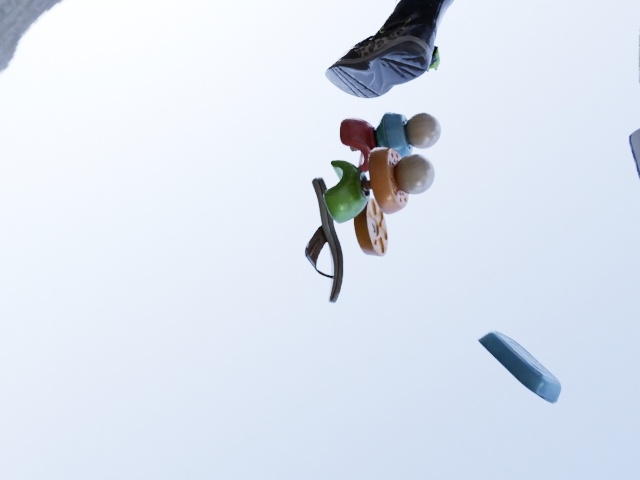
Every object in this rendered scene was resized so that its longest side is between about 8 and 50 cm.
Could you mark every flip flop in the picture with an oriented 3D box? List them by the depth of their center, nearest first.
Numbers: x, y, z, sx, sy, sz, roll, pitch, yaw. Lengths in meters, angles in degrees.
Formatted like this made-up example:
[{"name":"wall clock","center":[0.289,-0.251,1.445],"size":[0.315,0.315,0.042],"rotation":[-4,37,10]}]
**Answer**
[{"name":"flip flop","center":[0.000,0.000,1.331],"size":[0.080,0.112,0.276],"rotation":[-10,-89,-2]}]

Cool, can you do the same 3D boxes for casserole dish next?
[{"name":"casserole dish","center":[0.368,0.224,1.124],"size":[0.037,0.114,0.188],"rotation":[-56,-146,10]}]

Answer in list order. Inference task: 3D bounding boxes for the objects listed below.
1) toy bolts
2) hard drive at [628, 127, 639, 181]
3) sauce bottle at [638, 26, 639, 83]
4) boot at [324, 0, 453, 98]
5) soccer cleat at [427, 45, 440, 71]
[{"name":"toy bolts","center":[0.125,-0.103,0.992],"size":[0.159,0.218,0.228],"rotation":[-10,-131,23]},{"name":"hard drive","center":[0.666,-0.070,1.012],"size":[0.319,0.040,0.210],"rotation":[5,-113,-21]},{"name":"sauce bottle","center":[0.514,-0.269,0.946],"size":[0.042,0.042,0.128],"rotation":[-2,-84,21]},{"name":"boot","center":[0.182,-0.521,1.537],"size":[0.377,0.138,0.284],"rotation":[0,-120,62]},{"name":"soccer cleat","center":[0.252,-0.487,1.682],"size":[0.179,0.072,0.060],"rotation":[-25,-143,-21]}]
